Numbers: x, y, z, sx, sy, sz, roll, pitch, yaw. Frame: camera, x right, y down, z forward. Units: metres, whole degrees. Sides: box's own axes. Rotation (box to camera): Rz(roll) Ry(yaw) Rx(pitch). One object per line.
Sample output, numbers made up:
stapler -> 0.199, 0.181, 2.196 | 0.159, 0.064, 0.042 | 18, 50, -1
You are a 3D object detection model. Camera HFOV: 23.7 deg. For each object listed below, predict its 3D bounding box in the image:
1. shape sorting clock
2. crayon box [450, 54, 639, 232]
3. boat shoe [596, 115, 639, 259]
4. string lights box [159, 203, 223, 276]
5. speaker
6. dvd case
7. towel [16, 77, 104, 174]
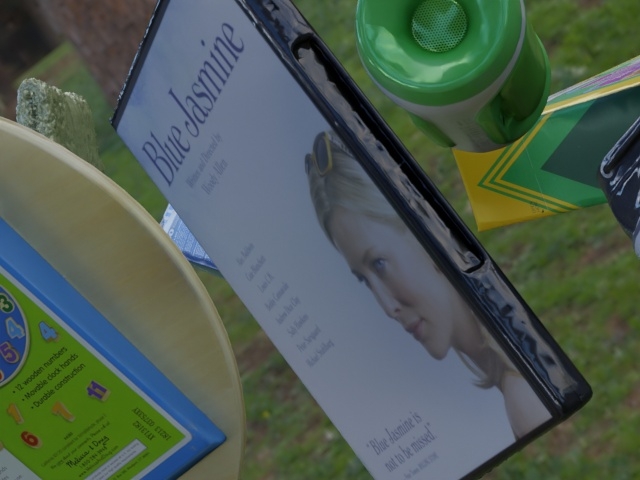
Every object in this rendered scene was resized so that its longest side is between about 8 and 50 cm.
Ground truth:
shape sorting clock -> -0.124, 0.048, 0.495 | 0.206, 0.206, 0.040 | -31, 20, 25
crayon box -> 0.359, -0.134, 1.486 | 0.363, 0.106, 0.313 | -25, 6, -39
boat shoe -> 0.188, -0.084, 0.629 | 0.080, 0.076, 0.228 | -7, -41, -37
string lights box -> -0.077, -0.024, 1.569 | 0.259, 0.076, 0.133 | 15, 81, 63
speaker -> 0.109, -0.143, 1.189 | 0.131, 0.131, 0.296 | -36, -11, 8
dvd case -> 0.000, 0.000, 0.684 | 0.022, 0.253, 0.180 | -32, -10, -27
towel -> -0.160, -0.026, 0.973 | 0.027, 0.148, 0.110 | -10, -3, 7
